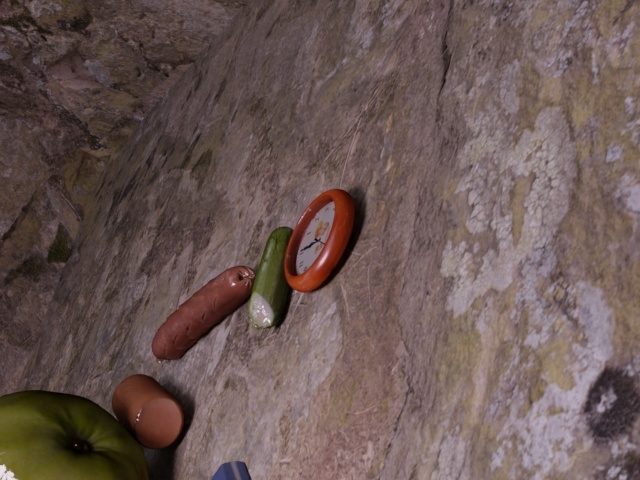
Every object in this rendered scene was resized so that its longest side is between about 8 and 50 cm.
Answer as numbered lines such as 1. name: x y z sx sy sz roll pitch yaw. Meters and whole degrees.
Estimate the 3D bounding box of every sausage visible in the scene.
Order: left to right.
1. sausage: -0.375 0.361 2.267 0.121 0.121 0.304 -64 20 -6
2. sausage: -0.266 0.164 2.308 0.433 0.088 0.087 -41 30 43

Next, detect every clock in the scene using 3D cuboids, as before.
1. clock: 0.000 0.000 1.945 0.205 0.051 0.205 -48 27 34

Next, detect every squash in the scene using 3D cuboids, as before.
1. squash: -0.090 0.070 2.043 0.069 0.069 0.238 -37 32 47

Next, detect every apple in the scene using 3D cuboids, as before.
1. apple: -0.558 0.514 2.071 0.473 0.474 0.473 -48 25 32

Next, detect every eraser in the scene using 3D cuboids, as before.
1. eraser: -0.196 0.485 1.831 0.225 0.036 0.082 -59 20 9
